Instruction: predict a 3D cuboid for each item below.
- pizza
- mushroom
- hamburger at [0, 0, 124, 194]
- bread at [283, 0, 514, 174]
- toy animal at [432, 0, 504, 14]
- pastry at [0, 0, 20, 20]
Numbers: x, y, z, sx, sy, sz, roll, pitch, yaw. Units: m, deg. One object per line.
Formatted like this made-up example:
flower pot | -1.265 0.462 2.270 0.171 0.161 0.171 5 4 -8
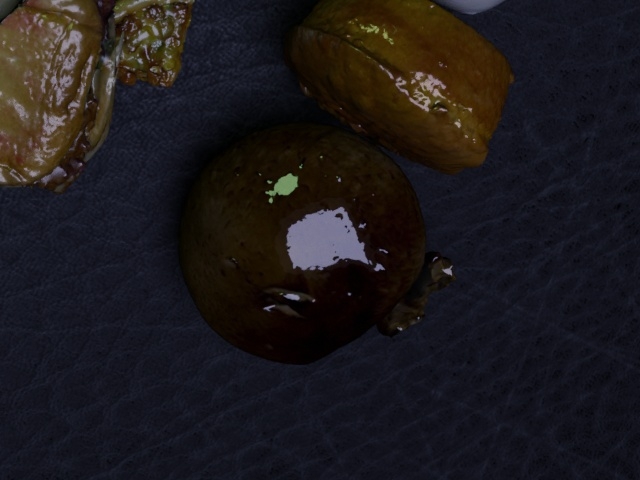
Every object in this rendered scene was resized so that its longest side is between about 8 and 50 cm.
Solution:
pizza | -0.219 -0.253 1.619 0.175 0.046 0.134 -39 119 -1
mushroom | 0.006 -0.009 1.699 0.334 0.331 0.356 50 49 7
hamburger | -0.338 -0.181 1.530 0.282 0.155 0.245 -27 105 11
bread | 0.097 -0.212 1.616 0.312 0.312 0.172 35 84 -28
toy animal | 0.178 -0.406 1.628 0.187 0.165 0.235 -40 121 2
pastry | -0.419 -0.329 1.493 0.156 0.092 0.156 -6 110 -17
